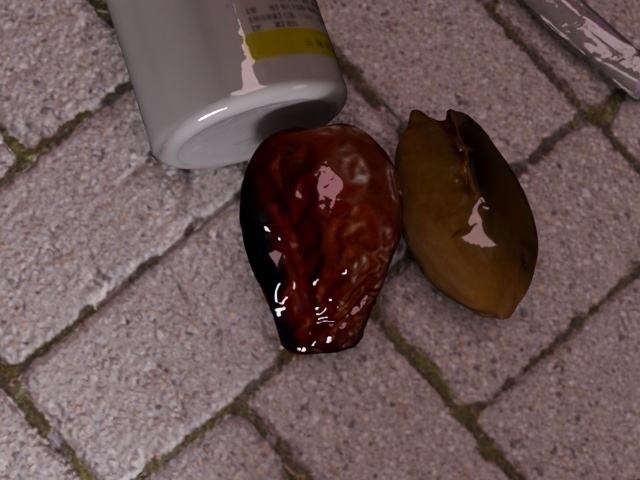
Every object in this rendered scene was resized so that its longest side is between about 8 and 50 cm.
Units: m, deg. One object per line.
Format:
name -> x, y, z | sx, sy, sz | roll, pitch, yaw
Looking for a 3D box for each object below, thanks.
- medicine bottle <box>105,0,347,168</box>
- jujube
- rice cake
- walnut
medicine bottle -> -0.118, -0.263, 1.830 | 0.208, 0.208, 0.339 | -16, 78, -10
jujube -> 0.000, 0.000, 1.798 | 0.168, 0.168, 0.236 | 1, 93, -6
rice cake -> 0.263, -0.251, 1.949 | 0.270, 0.049, 0.055 | 41, 97, 6
walnut -> 0.145, -0.031, 1.840 | 0.137, 0.137, 0.245 | -20, 78, -11
